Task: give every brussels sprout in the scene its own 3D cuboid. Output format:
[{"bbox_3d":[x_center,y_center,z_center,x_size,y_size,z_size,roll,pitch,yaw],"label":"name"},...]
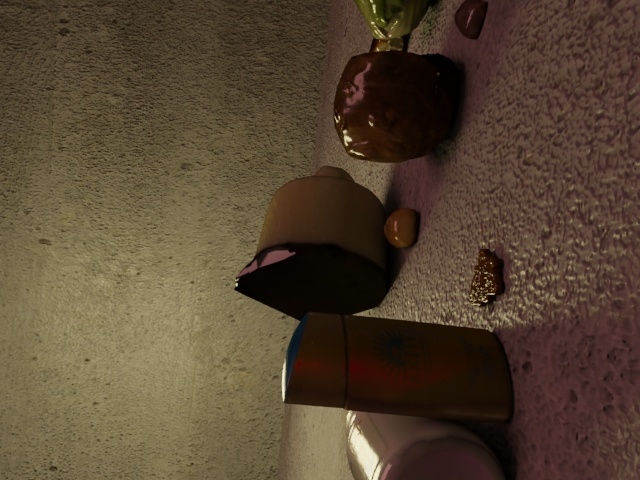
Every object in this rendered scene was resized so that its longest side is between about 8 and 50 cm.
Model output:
[{"bbox_3d":[0.154,-0.561,1.347,0.219,0.209,0.272,-90,-6,-65],"label":"brussels sprout"}]

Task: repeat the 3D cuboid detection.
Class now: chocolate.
[{"bbox_3d":[0.000,0.000,1.526,0.326,0.314,0.297,-27,48,34],"label":"chocolate"},{"bbox_3d":[0.248,-0.381,1.104,0.101,0.031,0.065,-94,18,-59],"label":"chocolate"}]

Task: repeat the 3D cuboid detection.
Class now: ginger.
[{"bbox_3d":[0.126,-0.247,1.207,0.269,0.222,0.201,-121,30,-70],"label":"ginger"}]

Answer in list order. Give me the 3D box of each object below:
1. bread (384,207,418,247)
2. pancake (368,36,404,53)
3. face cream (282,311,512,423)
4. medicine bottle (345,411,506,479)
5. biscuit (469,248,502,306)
[{"bbox_3d":[0.158,-0.026,1.329,0.115,0.056,0.082,-163,81,-81],"label":"bread"},{"bbox_3d":[0.164,-0.474,1.663,0.258,0.056,0.213,108,167,-52],"label":"pancake"},{"bbox_3d":[0.093,0.158,0.830,0.139,0.284,0.067,-92,12,-47],"label":"face cream"},{"bbox_3d":[0.124,0.299,0.900,0.293,0.170,0.170,-161,78,-80],"label":"medicine bottle"},{"bbox_3d":[0.230,0.060,0.910,0.082,0.016,0.092,-100,17,-48],"label":"biscuit"}]
